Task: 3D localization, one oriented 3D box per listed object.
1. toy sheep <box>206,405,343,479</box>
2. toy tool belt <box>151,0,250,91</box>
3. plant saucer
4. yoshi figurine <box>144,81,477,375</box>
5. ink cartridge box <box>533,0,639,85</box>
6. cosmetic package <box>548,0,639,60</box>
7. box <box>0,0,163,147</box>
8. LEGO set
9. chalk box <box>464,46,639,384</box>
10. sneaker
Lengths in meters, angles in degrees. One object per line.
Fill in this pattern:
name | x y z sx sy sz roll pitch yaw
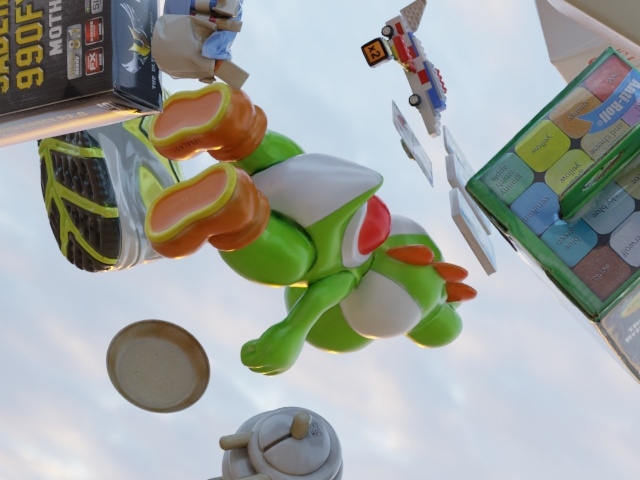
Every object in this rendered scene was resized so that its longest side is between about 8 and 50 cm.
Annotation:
toy sheep | -0.027 0.154 0.977 0.091 0.091 0.132 28 -36 3
toy tool belt | -0.055 -0.124 0.773 0.051 0.083 0.052 11 0 12
plant saucer | -0.128 0.101 1.132 0.083 0.083 0.015 30 -39 -1
yoshi figurine | -0.021 0.016 1.317 0.362 0.203 0.203 33 2 -40
ink cartridge box | 0.353 -0.219 1.507 0.207 0.119 0.353 -20 -30 22
cosmetic package | 0.336 -0.166 1.170 0.309 0.113 0.160 34 9 14
box | -0.190 -0.179 0.918 0.183 0.231 0.056 -8 -14 26
LEGO set | 0.114 -0.111 1.349 0.060 0.182 0.244 -26 -62 17
chalk box | 0.190 -0.019 0.918 0.132 0.132 0.213 50 3 31
sneaker | -0.227 -0.149 1.508 0.147 0.384 0.145 -3 -17 -40
